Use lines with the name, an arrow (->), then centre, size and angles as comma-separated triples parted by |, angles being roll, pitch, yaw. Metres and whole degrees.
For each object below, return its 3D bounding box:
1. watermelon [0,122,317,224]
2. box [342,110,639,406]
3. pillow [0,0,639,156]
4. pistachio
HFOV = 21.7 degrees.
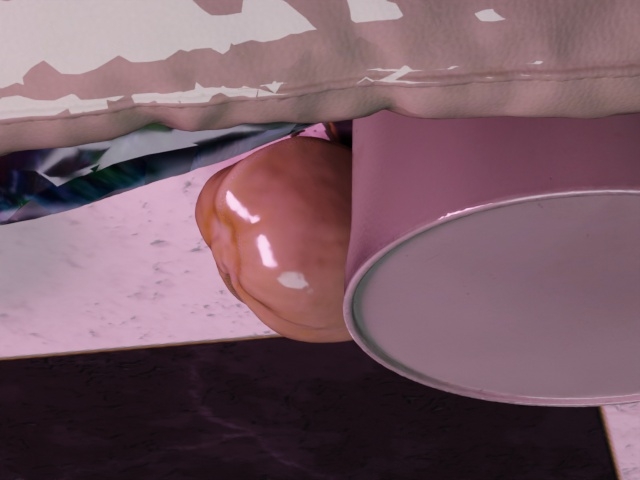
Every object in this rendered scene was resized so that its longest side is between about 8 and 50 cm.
watermelon -> -0.143, -0.154, 0.526 | 0.292, 0.319, 0.222 | -19, 125, -3
box -> 0.124, -0.030, 0.805 | 0.226, 0.149, 0.226 | 1, 151, 1
pillow -> -0.015, -0.182, 0.361 | 0.255, 0.322, 0.120 | -4, 178, -8
pistachio -> 0.000, 0.000, 0.928 | 0.149, 0.113, 0.113 | 7, 154, -42
